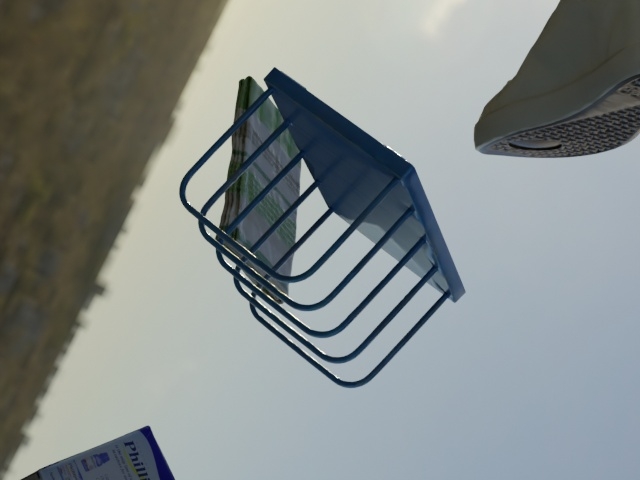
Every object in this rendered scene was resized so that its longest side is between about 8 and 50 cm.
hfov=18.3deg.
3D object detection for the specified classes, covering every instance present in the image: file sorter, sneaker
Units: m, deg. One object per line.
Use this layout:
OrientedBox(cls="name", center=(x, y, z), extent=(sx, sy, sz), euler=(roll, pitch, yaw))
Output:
OrientedBox(cls="file sorter", center=(0.000, 0.000, 1.228), extent=(0.104, 0.118, 0.170), euler=(-47, 151, -11))
OrientedBox(cls="sneaker", center=(0.214, -0.144, 1.562), extent=(0.290, 0.106, 0.123), euler=(152, -60, -61))

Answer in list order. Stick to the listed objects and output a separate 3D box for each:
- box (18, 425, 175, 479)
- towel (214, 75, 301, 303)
OrientedBox(cls="box", center=(-0.216, 0.229, 1.724), extent=(0.126, 0.072, 0.137), euler=(-30, 171, 41))
OrientedBox(cls="towel", center=(-0.048, -0.039, 1.571), extent=(0.113, 0.023, 0.152), euler=(52, 37, -54))
